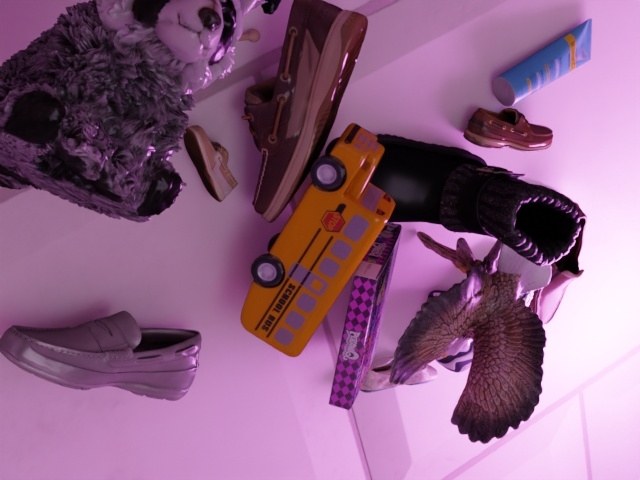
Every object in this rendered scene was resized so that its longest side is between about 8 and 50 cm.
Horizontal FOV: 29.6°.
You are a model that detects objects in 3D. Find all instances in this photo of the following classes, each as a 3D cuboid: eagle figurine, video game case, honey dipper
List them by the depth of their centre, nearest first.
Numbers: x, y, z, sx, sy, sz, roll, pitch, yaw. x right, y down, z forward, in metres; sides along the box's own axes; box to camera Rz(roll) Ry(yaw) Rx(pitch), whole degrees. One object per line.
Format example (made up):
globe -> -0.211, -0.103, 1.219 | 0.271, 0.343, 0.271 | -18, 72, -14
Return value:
honey dipper -> -0.149, -0.265, 1.606 | 0.160, 0.030, 0.030 | -15, 123, -32
video game case -> 0.071, 0.113, 1.884 | 0.210, 0.042, 0.232 | -60, 163, -62
eagle figurine -> 0.242, 0.139, 1.904 | 0.226, 0.298, 0.225 | 3, 128, 12

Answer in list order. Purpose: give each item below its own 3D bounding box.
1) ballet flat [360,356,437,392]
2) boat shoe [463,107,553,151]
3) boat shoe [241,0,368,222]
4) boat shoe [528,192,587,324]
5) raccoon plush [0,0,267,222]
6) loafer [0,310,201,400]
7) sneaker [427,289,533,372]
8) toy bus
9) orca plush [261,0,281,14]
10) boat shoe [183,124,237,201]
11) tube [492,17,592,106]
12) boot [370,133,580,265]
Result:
ballet flat -> 0.137, 0.224, 2.080 | 0.168, 0.057, 0.052 | -7, 109, -34
boat shoe -> 0.314, -0.182, 1.967 | 0.178, 0.064, 0.060 | 1, 116, -34
boat shoe -> -0.046, -0.183, 1.681 | 0.123, 0.123, 0.342 | -57, 171, -53
boat shoe -> 0.419, 0.049, 2.155 | 0.095, 0.095, 0.257 | -15, 123, -29
raccoon plush -> -0.272, -0.212, 1.319 | 0.216, 0.446, 0.299 | 42, 67, -52
loafer -> -0.299, 0.147, 1.685 | 0.319, 0.112, 0.111 | 15, 101, -49
sneaker -> 0.262, 0.109, 2.075 | 0.235, 0.094, 0.153 | -45, 142, 7
toy bus -> 0.000, 0.000, 1.751 | 0.130, 0.108, 0.333 | 32, 114, 0
orca plush -> -0.088, -0.356, 1.260 | 0.151, 0.102, 0.287 | -34, 131, -16
boat shoe -> -0.151, -0.114, 1.680 | 0.045, 0.050, 0.135 | -38, 142, -17
tube -> 0.368, -0.285, 1.965 | 0.207, 0.052, 0.080 | -33, 141, -25
boot -> 0.195, -0.059, 1.816 | 0.348, 0.260, 0.131 | -5, 117, -33
